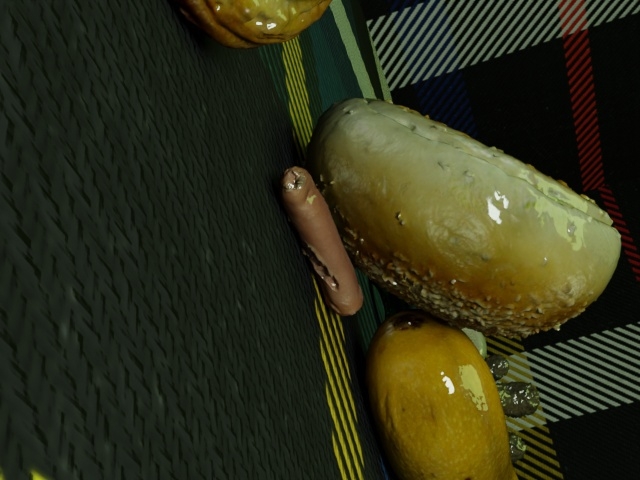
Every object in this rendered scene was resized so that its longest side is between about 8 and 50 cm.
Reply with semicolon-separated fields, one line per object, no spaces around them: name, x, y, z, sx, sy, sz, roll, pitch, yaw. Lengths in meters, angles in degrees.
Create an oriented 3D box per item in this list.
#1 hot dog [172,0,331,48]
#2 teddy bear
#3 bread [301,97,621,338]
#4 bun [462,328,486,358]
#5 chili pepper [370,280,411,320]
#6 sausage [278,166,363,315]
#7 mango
hot dog;-0.057;-0.266;0.624;0.196;0.122;0.272;53;24;-49
teddy bear;0.235;0.266;1.407;0.251;0.129;0.182;38;63;-49
bread;0.118;-0.017;0.836;0.159;0.305;0.305;-65;176;9
bun;0.219;0.188;1.503;0.069;0.115;0.115;75;5;-48
chili pepper;0.104;0.121;1.117;0.073;0.050;0.182;-28;99;-73
sausage;0.000;0.000;0.749;0.042;0.036;0.158;33;-26;46
mango;0.121;0.189;0.899;0.177;0.120;0.295;-107;176;-51
